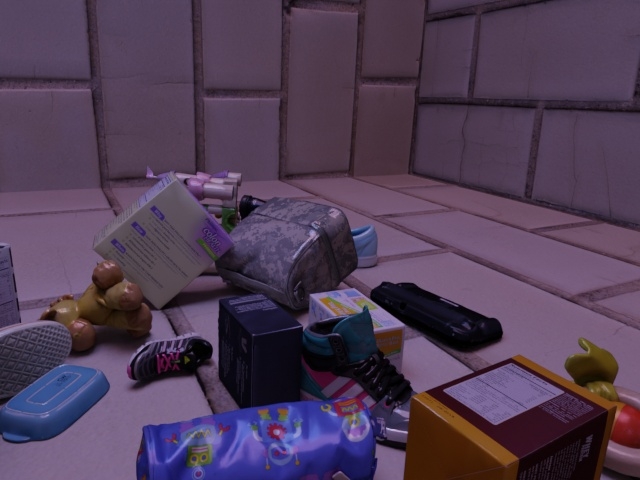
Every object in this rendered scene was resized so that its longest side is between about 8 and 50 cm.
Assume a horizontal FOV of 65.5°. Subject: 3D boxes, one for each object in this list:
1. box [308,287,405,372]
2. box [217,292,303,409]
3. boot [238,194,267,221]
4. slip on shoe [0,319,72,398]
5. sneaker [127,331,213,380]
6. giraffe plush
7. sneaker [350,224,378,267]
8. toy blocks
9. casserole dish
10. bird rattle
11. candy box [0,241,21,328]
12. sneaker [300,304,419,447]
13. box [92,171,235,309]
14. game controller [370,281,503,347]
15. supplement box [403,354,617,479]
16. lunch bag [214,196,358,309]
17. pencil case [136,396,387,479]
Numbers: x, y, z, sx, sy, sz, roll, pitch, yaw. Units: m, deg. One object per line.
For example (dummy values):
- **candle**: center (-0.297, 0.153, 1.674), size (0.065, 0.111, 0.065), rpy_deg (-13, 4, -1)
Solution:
- **box**: center (0.065, 0.183, 0.999), size (0.114, 0.103, 0.203), rpy_deg (-6, 18, -26)
- **box**: center (-0.107, 0.192, 0.852), size (0.093, 0.156, 0.158), rpy_deg (-6, 18, -30)
- **boot**: center (-0.144, -0.044, 1.617), size (0.207, 0.247, 0.094), rpy_deg (13, 58, 11)
- **slip on shoe**: center (-0.572, 0.213, 0.803), size (0.101, 0.123, 0.331), rpy_deg (9, 22, 36)
- **sneaker**: center (-0.268, 0.215, 0.916), size (0.074, 0.063, 0.170), rpy_deg (7, 11, 37)
- **giraffe plush**: center (-0.467, 0.145, 1.002), size (0.210, 0.182, 0.170), rpy_deg (26, 49, 33)
- **sneaker**: center (0.000, 0.000, 1.537), size (0.365, 0.150, 0.135), rpy_deg (-2, 16, -13)
- **toy blocks**: center (-0.383, -0.074, 1.496), size (0.259, 0.289, 0.309), rpy_deg (4, 19, -4)
- **casserole dish**: center (-0.431, 0.254, 0.812), size (0.114, 0.037, 0.188), rpy_deg (6, 16, 11)
- **bird rattle**: center (0.476, 0.284, 0.765), size (0.206, 0.143, 0.253), rpy_deg (-25, 43, -36)
- **candy box**: center (-0.637, 0.112, 0.915), size (0.159, 0.234, 0.071), rpy_deg (9, 17, 23)
- **sneaker**: center (0.080, 0.201, 0.806), size (0.295, 0.179, 0.123), rpy_deg (12, 19, 29)
- **box**: center (-0.374, -0.002, 1.198), size (0.243, 0.214, 0.117), rpy_deg (-41, 26, -5)
- **game controller**: center (0.268, 0.168, 1.186), size (0.166, 0.067, 0.319), rpy_deg (8, 10, -38)
- **supplement box**: center (0.212, 0.266, 0.576), size (0.194, 0.192, 0.129), rpy_deg (-9, 19, -31)
- **lunch bag**: center (-0.096, 0.041, 1.284), size (0.305, 0.213, 0.256), rpy_deg (16, 42, 40)
- **pencil case**: center (-0.071, 0.279, 0.630), size (0.305, 0.120, 0.133), rpy_deg (-3, 28, -17)
